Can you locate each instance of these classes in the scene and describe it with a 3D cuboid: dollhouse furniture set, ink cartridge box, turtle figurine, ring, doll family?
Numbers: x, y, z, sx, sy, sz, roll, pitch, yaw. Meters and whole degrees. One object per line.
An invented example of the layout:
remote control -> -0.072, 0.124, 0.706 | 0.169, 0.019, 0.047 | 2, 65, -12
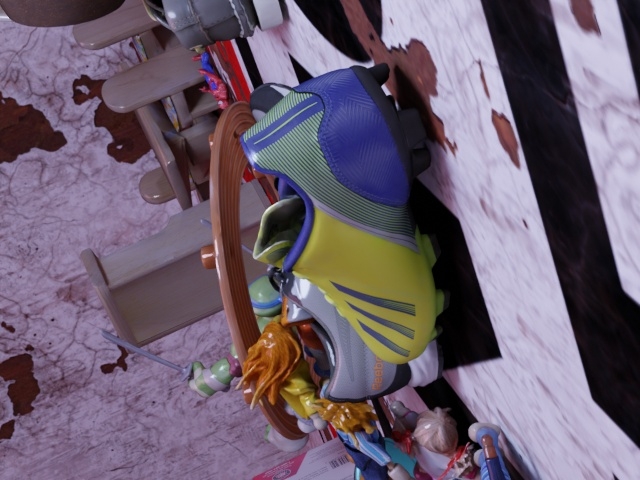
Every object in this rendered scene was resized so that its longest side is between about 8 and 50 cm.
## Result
dollhouse furniture set -> -0.239, -0.077, 1.971 | 0.362, 0.256, 0.394 | 76, 168, -53
ink cartridge box -> 0.024, 0.366, 1.841 | 0.237, 0.172, 0.100 | -134, 21, -69
turtle figurine -> -0.080, 0.121, 1.746 | 0.197, 0.275, 0.266 | -73, -30, -43
ring -> -0.056, 0.030, 1.367 | 0.336, 0.032, 0.336 | -11, -90, -78
doll family -> 0.129, 0.221, 0.981 | 0.111, 0.076, 0.193 | -81, -34, -67
doll family -> 0.017, 0.143, 1.179 | 0.263, 0.118, 0.163 | 45, 166, 27

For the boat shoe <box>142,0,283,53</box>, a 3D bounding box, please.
boat shoe -> -0.115, -0.234, 1.214 | 0.305, 0.091, 0.109 | -130, 17, -65

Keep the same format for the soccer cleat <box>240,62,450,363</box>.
soccer cleat -> 0.014, -0.002, 0.912 | 0.289, 0.121, 0.093 | 75, 168, -55

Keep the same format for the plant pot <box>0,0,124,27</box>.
plant pot -> -0.233, -0.306, 1.169 | 0.215, 0.215, 0.230 | -125, 24, -56

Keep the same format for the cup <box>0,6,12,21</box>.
cup -> -0.338, -0.439, 1.492 | 0.237, 0.331, 0.331 | -80, -23, -50

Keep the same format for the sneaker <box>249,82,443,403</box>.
sneaker -> 0.000, 0.000, 1.087 | 0.100, 0.108, 0.271 | 96, 150, -79

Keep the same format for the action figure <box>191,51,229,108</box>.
action figure -> -0.139, -0.205, 1.754 | 0.038, 0.030, 0.115 | 82, 161, -50

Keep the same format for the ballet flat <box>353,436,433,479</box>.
ballet flat -> 0.116, 0.330, 1.398 | 0.280, 0.095, 0.096 | 62, -176, 30
